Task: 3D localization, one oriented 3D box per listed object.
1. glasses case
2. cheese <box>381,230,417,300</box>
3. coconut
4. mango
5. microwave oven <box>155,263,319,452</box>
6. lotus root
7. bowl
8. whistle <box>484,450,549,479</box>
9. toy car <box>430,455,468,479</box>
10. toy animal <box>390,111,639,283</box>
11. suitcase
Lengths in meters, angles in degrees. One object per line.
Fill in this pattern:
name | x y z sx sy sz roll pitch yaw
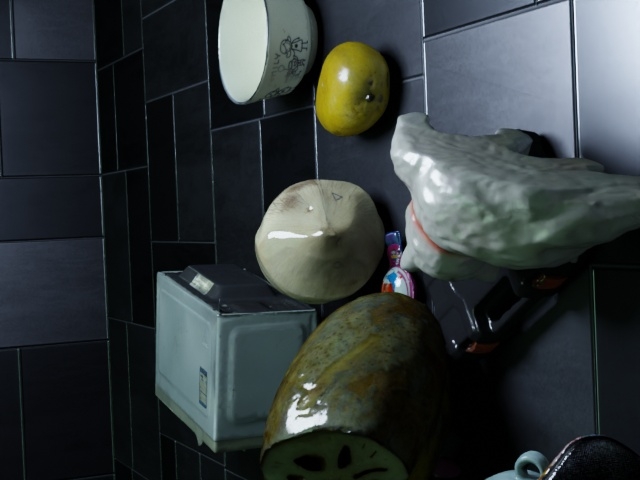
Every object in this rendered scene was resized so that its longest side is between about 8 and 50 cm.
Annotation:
glasses case | 0.250 0.361 1.299 0.321 0.122 0.082 -53 -4 2
cheese | 0.118 0.059 1.784 0.095 0.038 0.145 167 98 -65
coconut | 0.000 0.000 1.848 0.224 0.224 0.224 177 90 -65
mango | 0.046 -0.235 1.845 0.195 0.098 0.137 149 113 -70
microwave oven | -0.153 0.208 2.173 0.355 0.218 0.287 -158 69 -63
lotus root | 0.064 0.217 1.613 0.346 0.250 0.250 -58 -9 -49
bowl | -0.086 -0.358 2.071 0.237 0.126 0.238 177 90 -65
whistle | 0.240 0.389 1.427 0.163 0.163 0.290 -143 55 -59
toy car | 0.109 0.467 1.613 0.340 0.240 0.271 42 128 53
toy animal | 0.220 -0.018 1.320 0.266 0.307 0.188 -66 -15 -76
suitcase | 0.224 0.012 1.521 0.285 0.066 0.206 124 137 -51
